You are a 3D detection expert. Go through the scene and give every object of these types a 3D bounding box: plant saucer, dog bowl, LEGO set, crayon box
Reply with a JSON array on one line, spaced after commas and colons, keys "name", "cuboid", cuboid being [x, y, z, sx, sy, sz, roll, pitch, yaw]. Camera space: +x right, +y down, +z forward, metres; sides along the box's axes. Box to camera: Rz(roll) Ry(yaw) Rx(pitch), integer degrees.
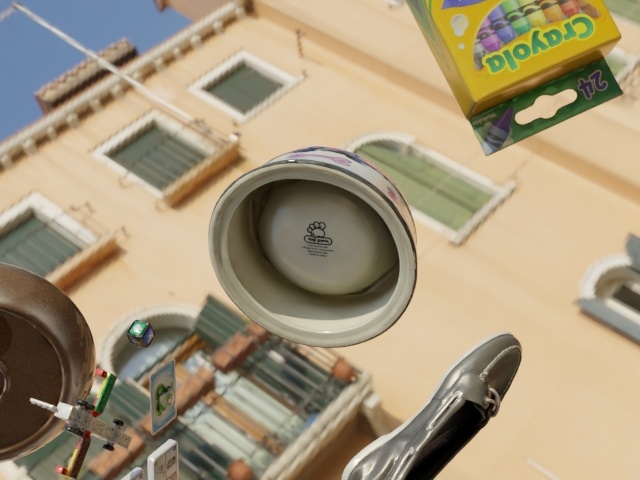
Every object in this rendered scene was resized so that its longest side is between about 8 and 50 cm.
[{"name": "plant saucer", "cuboid": [-0.449, 0.175, 1.376, 0.311, 0.050, 0.310, -6, -64, -13]}, {"name": "dog bowl", "cuboid": [0.000, 0.000, 2.030, 0.150, 0.408, 0.408, -61, -14, -56]}, {"name": "LEGO set", "cuboid": [-0.221, 0.211, 1.131, 0.182, 0.060, 0.244, -35, -48, -57]}, {"name": "crayon box", "cuboid": [0.230, -0.296, 1.326, 0.203, 0.323, 0.083, -25, -8, -5]}]

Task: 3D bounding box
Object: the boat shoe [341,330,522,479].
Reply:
[{"name": "boat shoe", "cuboid": [0.181, 0.269, 1.493, 0.335, 0.095, 0.112, -41, -46, -11]}]
